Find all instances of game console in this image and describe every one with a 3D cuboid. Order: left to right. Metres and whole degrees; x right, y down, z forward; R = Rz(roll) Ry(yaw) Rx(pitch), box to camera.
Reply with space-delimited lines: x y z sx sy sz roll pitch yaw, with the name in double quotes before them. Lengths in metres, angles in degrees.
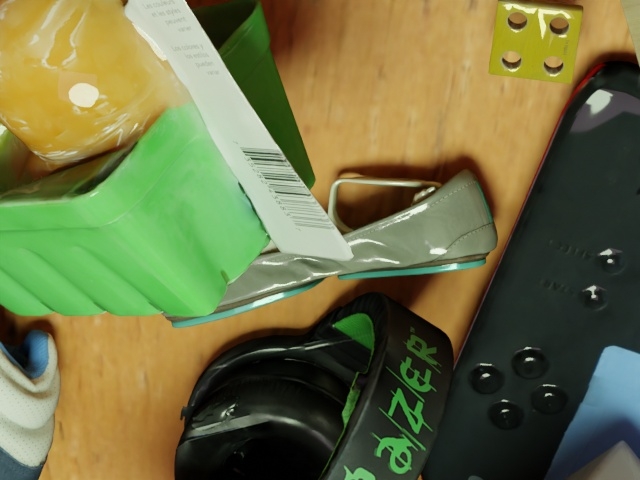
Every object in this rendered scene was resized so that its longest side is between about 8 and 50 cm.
"game console" 0.280 0.091 1.212 0.386 0.060 0.342 18 126 -4

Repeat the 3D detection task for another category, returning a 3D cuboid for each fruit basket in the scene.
"fruit basket" -0.167 -0.125 1.032 0.327 0.165 0.353 -3 124 50

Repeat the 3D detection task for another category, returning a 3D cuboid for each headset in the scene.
"headset" -0.069 0.164 1.220 0.185 0.243 0.394 32 141 -10

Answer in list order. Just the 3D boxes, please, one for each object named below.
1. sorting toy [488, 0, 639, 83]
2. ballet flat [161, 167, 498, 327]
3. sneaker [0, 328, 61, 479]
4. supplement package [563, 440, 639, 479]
"sorting toy" 0.211 -0.159 1.054 0.274 0.046 0.132 -13 122 17
"ballet flat" 0.000 0.000 1.199 0.213 0.072 0.068 -12 95 16
"sneaker" -0.314 0.096 1.223 0.322 0.130 0.236 21 97 -32
"supplement package" 0.105 0.288 1.191 0.175 0.177 0.293 51 125 2
